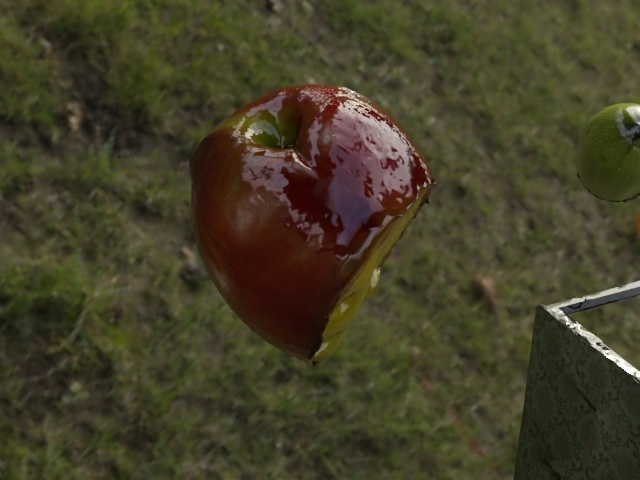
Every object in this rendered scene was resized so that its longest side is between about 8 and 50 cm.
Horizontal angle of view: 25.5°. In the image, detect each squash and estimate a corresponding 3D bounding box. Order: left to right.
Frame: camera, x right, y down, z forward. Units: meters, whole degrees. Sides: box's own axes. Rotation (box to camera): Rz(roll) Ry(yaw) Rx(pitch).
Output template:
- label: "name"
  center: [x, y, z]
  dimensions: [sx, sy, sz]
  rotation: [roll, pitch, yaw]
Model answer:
- label: "squash"
  center: [0.453, -0.140, 2.136]
  dimensions: [0.132, 0.132, 0.247]
  rotation: [55, 1, 12]

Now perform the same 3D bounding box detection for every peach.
- label: "peach"
  center: [0.000, 0.000, 1.547]
  dimensions: [0.281, 0.281, 0.338]
  rotation: [-81, 155, -48]

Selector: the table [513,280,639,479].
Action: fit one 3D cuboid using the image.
- label: "table"
  center: [0.414, 0.241, 1.709]
  dimensions: [0.272, 0.335, 0.222]
  rotation: [-13, 32, -28]
